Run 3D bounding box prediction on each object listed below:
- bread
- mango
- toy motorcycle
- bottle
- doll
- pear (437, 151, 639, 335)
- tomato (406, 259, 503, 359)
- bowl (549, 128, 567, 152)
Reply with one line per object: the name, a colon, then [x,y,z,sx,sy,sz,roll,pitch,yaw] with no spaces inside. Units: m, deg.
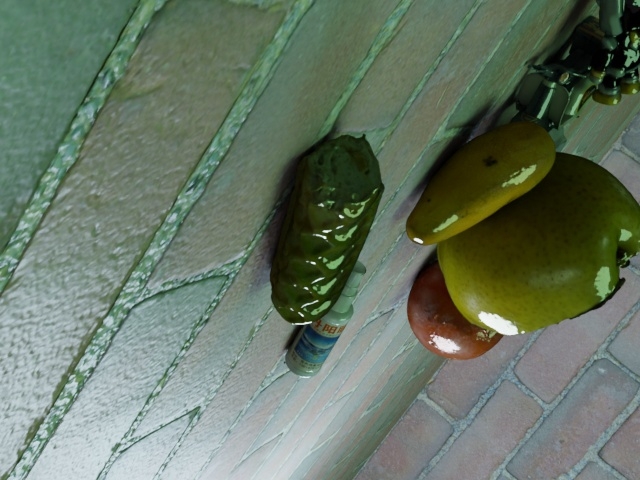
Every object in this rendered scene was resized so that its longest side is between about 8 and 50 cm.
bread: [0.000,0.001,1.103,0.087,0.098,0.269,0,146,-13]
mango: [0.233,-0.089,1.535,0.262,0.109,0.157,-31,172,0]
toy motorcycle: [0.381,-0.246,1.644,0.263,0.091,0.157,-40,155,-40]
bottle: [0.010,0.110,1.469,0.060,0.060,0.217,-34,157,-48]
doll: [0.471,-0.351,1.529,0.145,0.103,0.316,-11,130,-10]
pear: [0.328,-0.027,1.689,0.386,0.191,0.340,-2,-135,56]
tomato: [0.276,0.133,2.028,0.208,0.208,0.184,-47,167,-12]
bowl: [0.382,-0.171,1.827,0.189,0.086,0.189,-45,165,-16]
